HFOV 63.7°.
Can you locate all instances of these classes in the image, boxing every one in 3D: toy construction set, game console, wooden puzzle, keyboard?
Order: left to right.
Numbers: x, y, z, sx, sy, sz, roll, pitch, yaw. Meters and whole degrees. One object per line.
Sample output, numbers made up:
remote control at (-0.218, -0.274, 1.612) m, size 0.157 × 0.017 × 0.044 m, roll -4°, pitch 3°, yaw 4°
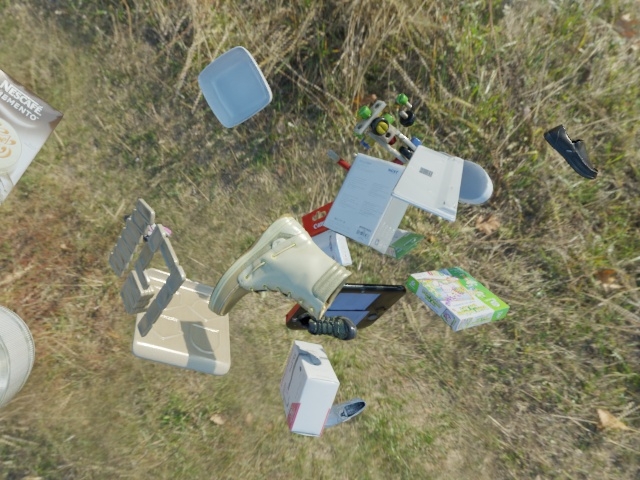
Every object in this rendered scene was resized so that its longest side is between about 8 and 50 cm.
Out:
wooden puzzle at (-0.465, 0.281, 1.739) m, size 0.322 × 0.080 × 0.347 m, roll 21°, pitch 36°, yaw -27°
game console at (0.087, 0.255, 1.951) m, size 0.387 × 0.342 × 0.060 m, roll 4°, pitch 59°, yaw -26°
toy construction set at (0.150, -0.352, 1.706) m, size 0.309 × 0.237 × 0.257 m, roll -34°, pitch 48°, yaw 26°
keyboard at (0.141, -0.080, 0.646) m, size 0.072 × 0.256 × 0.014 m, roll 19°, pitch 115°, yaw 9°

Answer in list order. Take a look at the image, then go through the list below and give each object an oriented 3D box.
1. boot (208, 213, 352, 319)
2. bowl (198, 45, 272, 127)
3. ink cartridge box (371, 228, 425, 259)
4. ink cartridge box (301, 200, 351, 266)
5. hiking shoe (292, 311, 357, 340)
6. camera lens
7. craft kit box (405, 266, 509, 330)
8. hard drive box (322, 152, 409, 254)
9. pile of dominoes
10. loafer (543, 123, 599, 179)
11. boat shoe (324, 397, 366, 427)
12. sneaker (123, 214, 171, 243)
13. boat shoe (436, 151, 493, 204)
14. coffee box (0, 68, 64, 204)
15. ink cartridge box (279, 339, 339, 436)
boot at (-0.085, 0.102, 1.064) m, size 0.203 × 0.095 × 0.262 m, roll 43°, pitch 90°, yaw 10°
bowl at (-0.181, -0.334, 1.128) m, size 0.142 × 0.053 × 0.142 m, roll -26°, pitch 99°, yaw 22°
ink cartridge box at (0.291, 0.012, 1.954) m, size 0.109 × 0.209 × 0.062 m, roll -32°, pitch 119°, yaw -27°
ink cartridge box at (0.000, 0.000, 1.802) m, size 0.189 × 0.066 × 0.232 m, roll -24°, pitch 80°, yaw 43°
hiking shoe at (0.014, 0.294, 1.728) m, size 0.227 × 0.114 × 0.086 m, roll 9°, pitch 106°, yaw 41°
camera lens at (-0.632, 0.215, 0.886) m, size 0.220 × 0.274 × 0.219 m, roll 1°, pitch 87°, yaw -17°
craft kit box at (0.459, 0.188, 1.732) m, size 0.250 × 0.060 × 0.246 m, roll -7°, pitch 38°, yaw -35°
hard drive box at (0.139, -0.104, 1.420) m, size 0.181 × 0.089 × 0.232 m, roll 27°, pitch 90°, yaw 40°
pile of dominoes at (-0.323, 0.050, 0.976) m, size 0.040 × 0.251 × 0.195 m, roll -10°, pitch 63°, yaw -43°
loafer at (0.812, -0.283, 1.640) m, size 0.220 × 0.080 × 0.078 m, roll 44°, pitch 120°, yaw -1°
boat shoe at (0.081, 0.618, 1.843) m, size 0.184 × 0.063 × 0.066 m, roll -14°, pitch 78°, yaw -18°
sneaker at (-0.599, -0.031, 1.781) m, size 0.072 × 0.178 × 0.077 m, roll 3°, pitch 70°, yaw 45°
boat shoe at (0.511, -0.193, 1.830) m, size 0.156 × 0.367 × 0.135 m, roll 37°, pitch 96°, yaw -30°
coffee box at (-0.571, -0.154, 0.862) m, size 0.098 × 0.141 × 0.246 m, roll -10°, pitch 52°, yaw 42°
ink cartridge box at (-0.048, 0.505, 1.793) m, size 0.117 × 0.283 × 0.207 m, roll 15°, pitch 100°, yaw -15°
